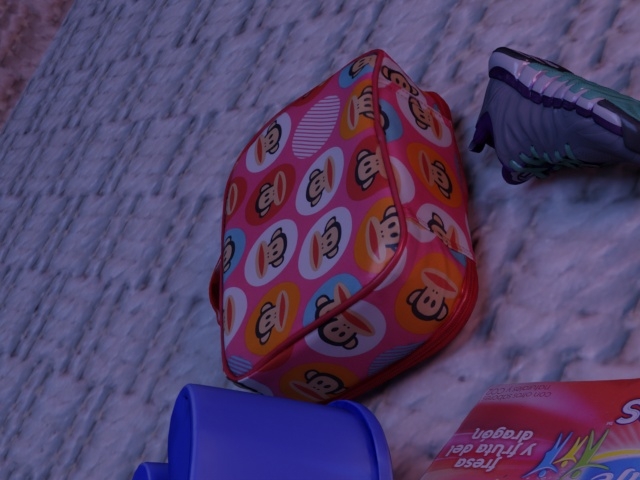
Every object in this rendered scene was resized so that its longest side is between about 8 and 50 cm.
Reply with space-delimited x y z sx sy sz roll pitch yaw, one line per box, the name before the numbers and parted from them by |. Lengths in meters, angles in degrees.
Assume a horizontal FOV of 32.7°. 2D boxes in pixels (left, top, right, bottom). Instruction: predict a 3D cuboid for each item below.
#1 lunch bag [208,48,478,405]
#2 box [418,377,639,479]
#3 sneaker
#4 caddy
lunch bag | 0.000 0.000 0.944 0.258 0.120 0.293 -35 38 30
box | 0.187 0.160 0.484 0.300 0.154 0.142 -10 27 48
sneaker | 0.187 -0.074 0.826 0.098 0.083 0.223 -71 24 16
caddy | -0.036 0.257 0.711 0.241 0.179 0.341 123 156 -43
